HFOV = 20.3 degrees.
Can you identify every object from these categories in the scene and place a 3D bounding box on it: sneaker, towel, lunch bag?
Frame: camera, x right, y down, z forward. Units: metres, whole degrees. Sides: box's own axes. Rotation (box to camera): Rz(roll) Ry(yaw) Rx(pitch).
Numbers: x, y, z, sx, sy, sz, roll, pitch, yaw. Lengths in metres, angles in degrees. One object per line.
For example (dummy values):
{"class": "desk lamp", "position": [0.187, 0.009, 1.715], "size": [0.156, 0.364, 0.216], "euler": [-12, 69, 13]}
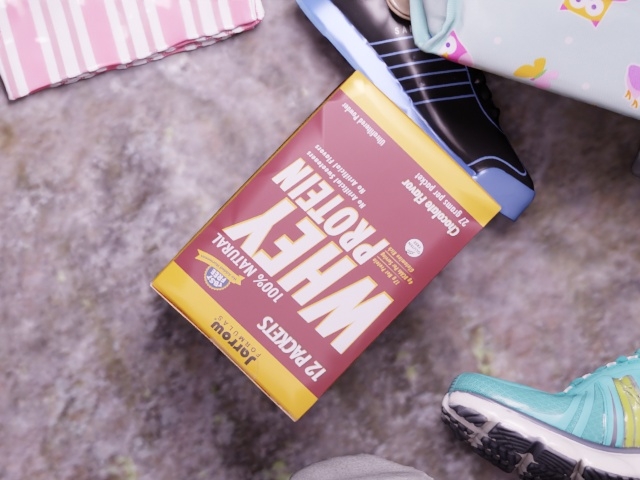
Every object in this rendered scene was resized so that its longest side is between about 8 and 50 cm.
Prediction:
{"class": "sneaker", "position": [0.220, 0.130, 1.290], "size": [0.275, 0.107, 0.110], "euler": [11, 72, -7]}
{"class": "towel", "position": [-0.152, -0.195, 1.283], "size": [0.197, 0.029, 0.144], "euler": [-17, 92, -1]}
{"class": "lunch bag", "position": [0.173, -0.200, 1.180], "size": [0.223, 0.262, 0.160], "euler": [15, 120, -14]}
{"class": "sneaker", "position": [0.085, -0.121, 1.269], "size": [0.090, 0.081, 0.232], "euler": [-43, 93, 5]}

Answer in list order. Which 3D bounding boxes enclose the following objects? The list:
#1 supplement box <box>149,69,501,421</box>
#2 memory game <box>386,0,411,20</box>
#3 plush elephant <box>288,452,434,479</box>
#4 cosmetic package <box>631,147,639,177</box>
{"class": "supplement box", "position": [0.000, 0.000, 1.213], "size": [0.129, 0.194, 0.191], "euler": [44, 90, -3]}
{"class": "memory game", "position": [0.080, -0.230, 1.258], "size": [0.186, 0.012, 0.186], "euler": [7, 66, -17]}
{"class": "plush elephant", "position": [0.070, 0.280, 1.220], "size": [0.255, 0.272, 0.330], "euler": [-33, 132, -35]}
{"class": "cosmetic package", "position": [0.357, -0.058, 1.271], "size": [0.238, 0.107, 0.127], "euler": [20, 94, -6]}
